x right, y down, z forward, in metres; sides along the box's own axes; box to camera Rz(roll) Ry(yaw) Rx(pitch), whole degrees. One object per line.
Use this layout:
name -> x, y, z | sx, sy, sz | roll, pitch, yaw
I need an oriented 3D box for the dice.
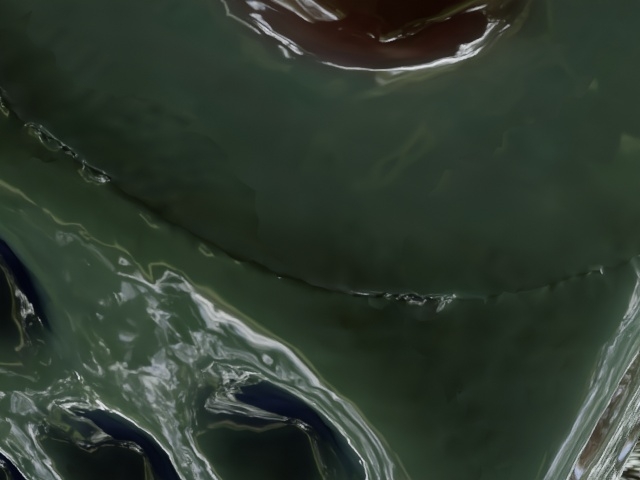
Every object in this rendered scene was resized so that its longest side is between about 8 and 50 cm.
dice -> 0.000, 0.000, 0.646 | 0.264, 0.263, 0.268 | 27, -131, 14
